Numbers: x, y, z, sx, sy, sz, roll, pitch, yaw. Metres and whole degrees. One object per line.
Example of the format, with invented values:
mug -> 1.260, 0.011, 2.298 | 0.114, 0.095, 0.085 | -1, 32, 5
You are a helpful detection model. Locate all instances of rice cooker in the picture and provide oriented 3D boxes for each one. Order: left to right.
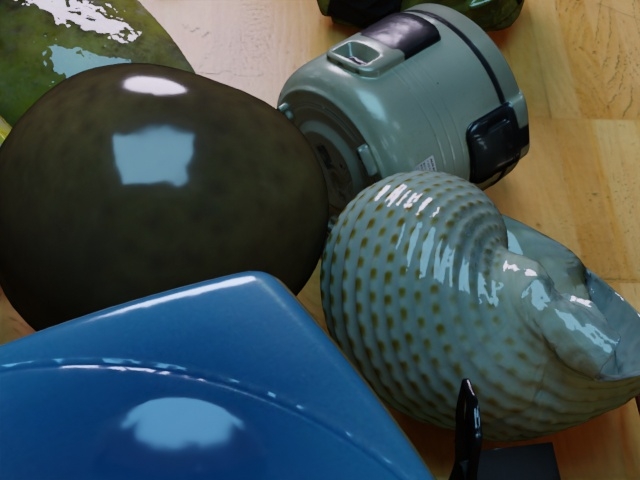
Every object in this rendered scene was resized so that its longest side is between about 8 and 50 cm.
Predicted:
rice cooker -> 0.091, -0.126, 1.758 | 0.244, 0.226, 0.226 | -28, 56, -30

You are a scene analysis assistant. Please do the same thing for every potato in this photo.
potato -> -0.232, -0.198, 1.866 | 0.255, 0.112, 0.269 | 26, 52, 15

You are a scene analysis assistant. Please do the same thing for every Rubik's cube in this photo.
Rubik's cube -> -0.112, 0.274, 1.279 | 0.351, 0.347, 0.352 | -22, 53, -24

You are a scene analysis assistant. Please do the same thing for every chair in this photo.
chair -> 0.166, 0.203, 1.468 | 0.101, 0.212, 0.084 | -2, 47, -8

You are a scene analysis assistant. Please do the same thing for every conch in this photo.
conch -> 0.152, 0.083, 1.568 | 0.303, 0.215, 0.319 | 15, 26, -42

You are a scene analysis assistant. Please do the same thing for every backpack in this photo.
backpack -> 0.127, -0.336, 2.009 | 0.253, 0.140, 0.207 | 11, 50, 10

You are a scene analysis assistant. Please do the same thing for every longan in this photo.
longan -> -0.154, -0.022, 1.581 | 0.319, 0.319, 0.319 | 3, 47, -4

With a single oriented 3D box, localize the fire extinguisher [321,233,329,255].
fire extinguisher -> 0.000, 0.000, 1.768 | 0.083, 0.022, 0.028 | 40, 17, 27

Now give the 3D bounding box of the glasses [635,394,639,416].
glasses -> 0.414, 0.177, 1.588 | 0.234, 0.118, 0.268 | -8, 49, -12

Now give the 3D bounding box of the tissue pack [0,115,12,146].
tissue pack -> -0.380, -0.102, 1.762 | 0.176, 0.062, 0.095 | 42, 98, 28
